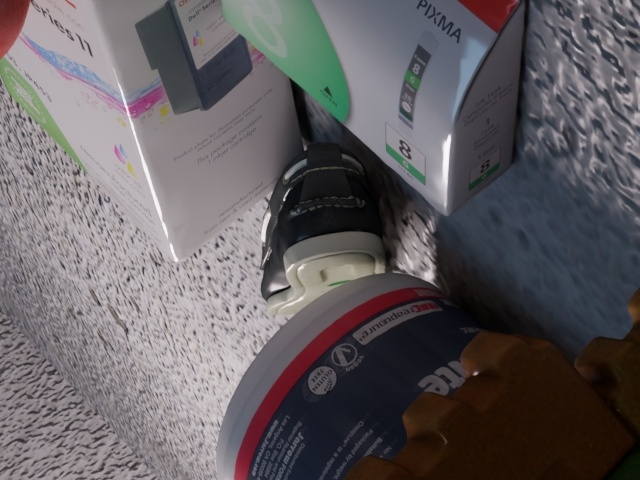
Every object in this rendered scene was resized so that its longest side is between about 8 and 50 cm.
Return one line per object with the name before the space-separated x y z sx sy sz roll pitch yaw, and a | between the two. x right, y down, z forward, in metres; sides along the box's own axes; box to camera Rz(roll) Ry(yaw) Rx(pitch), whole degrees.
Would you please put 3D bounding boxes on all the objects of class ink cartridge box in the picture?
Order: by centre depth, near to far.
ink cartridge box | 0.018 -0.133 0.840 0.181 0.056 0.225 44 163 23
ink cartridge box | -0.132 -0.171 1.030 0.207 0.119 0.353 43 161 29

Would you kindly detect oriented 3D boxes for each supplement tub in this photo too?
supplement tub | 0.085 0.162 1.032 0.272 0.191 0.191 40 159 34

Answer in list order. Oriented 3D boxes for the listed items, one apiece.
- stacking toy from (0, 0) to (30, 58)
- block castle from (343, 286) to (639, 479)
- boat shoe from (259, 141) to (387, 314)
stacking toy | -0.248 -0.249 0.887 0.279 0.130 0.309 41 124 30
block castle | 0.125 0.128 0.431 0.213 0.453 0.303 47 165 -10
boat shoe | 0.000 0.000 1.147 0.233 0.084 0.079 107 151 -75
